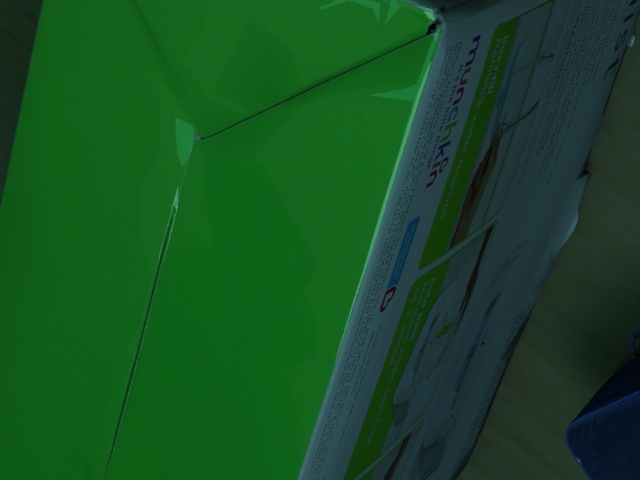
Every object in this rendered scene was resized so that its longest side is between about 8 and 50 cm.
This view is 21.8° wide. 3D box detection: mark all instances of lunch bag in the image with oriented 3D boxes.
[{"bbox_3d":[0.147,0.078,0.638,0.067,0.065,0.098,-31,93,47],"label":"lunch bag"}]

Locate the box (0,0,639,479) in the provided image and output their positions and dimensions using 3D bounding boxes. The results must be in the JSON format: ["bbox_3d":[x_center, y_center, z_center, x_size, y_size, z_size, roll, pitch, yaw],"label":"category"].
[{"bbox_3d":[0.000,0.000,0.587,0.127,0.231,0.262,25,117,17],"label":"box"}]
